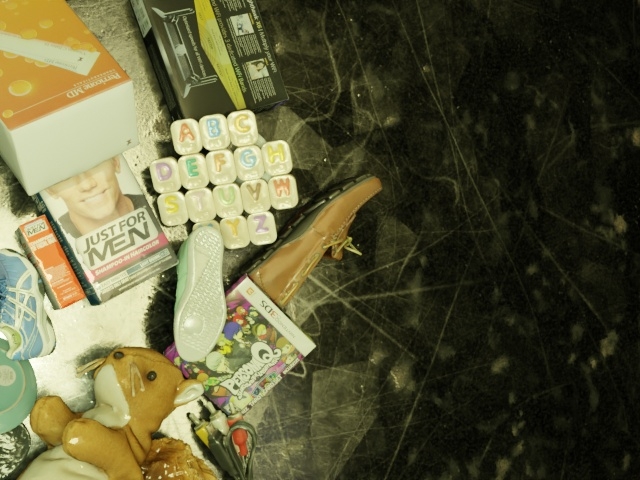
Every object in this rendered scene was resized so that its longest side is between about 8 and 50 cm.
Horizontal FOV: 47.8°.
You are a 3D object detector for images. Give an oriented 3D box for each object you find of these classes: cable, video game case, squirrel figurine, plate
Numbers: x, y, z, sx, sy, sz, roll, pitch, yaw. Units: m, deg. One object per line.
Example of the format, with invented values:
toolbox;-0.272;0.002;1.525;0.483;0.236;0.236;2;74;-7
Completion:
cable;-0.152;0.453;1.452;0.287;0.139;0.072;64;24;-13
video game case;-0.161;0.219;1.463;0.232;0.042;0.210;-43;105;-1
squirrel figurine;-0.357;0.397;1.301;0.397;0.281;0.370;57;46;-35
plate;-0.580;0.245;1.255;0.188;0.024;0.188;29;42;-30

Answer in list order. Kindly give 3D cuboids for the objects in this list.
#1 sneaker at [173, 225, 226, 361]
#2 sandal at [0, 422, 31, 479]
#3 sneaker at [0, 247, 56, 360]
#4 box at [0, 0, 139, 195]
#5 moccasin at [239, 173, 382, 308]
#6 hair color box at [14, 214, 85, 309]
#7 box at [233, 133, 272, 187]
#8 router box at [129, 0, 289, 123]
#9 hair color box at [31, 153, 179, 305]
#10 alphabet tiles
sneaker;-0.241;0.107;1.417;0.094;0.151;0.256;9;81;-19
sandal;-0.711;0.334;1.184;0.445;0.107;0.168;16;78;-25
sneaker;-0.545;0.116;1.296;0.081;0.080;0.211;-21;92;-52
box;-0.498;-0.284;1.240;0.215;0.168;0.345;-32;67;-26
moccasin;0.001;0.000;1.559;0.147;0.139;0.380;49;67;-15
hair color box;-0.499;0.043;1.330;0.053;0.093;0.167;-29;98;-27
box;-0.142;-0.153;1.525;0.102;0.101;0.087;45;68;-13
router box;-0.232;-0.404;1.518;0.242;0.081;0.309;-20;94;-27
hair color box;-0.432;-0.067;1.369;0.174;0.105;0.347;-31;98;-26
alphabet tiles;-0.193;-0.114;1.456;0.284;0.021;0.278;-9;105;0
